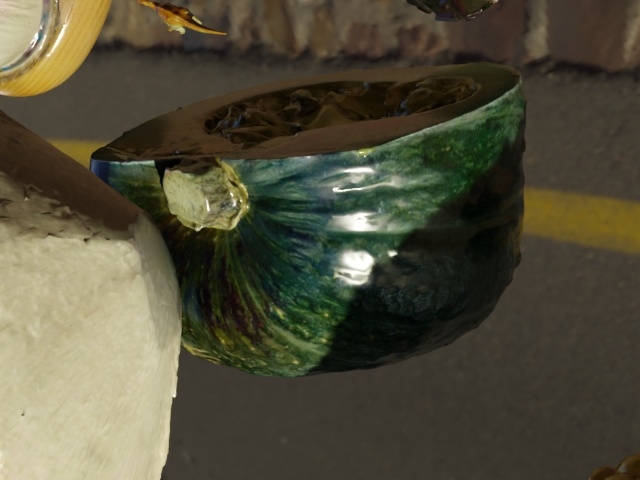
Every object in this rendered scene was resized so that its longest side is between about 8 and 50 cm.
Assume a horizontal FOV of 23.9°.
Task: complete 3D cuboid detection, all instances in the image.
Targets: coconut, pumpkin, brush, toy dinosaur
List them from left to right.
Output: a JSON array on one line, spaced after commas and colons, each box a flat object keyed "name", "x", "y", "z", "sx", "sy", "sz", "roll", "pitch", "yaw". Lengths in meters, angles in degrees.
[{"name": "coconut", "x": -0.223, "y": 0.072, "z": 0.841, "sx": 0.297, "sy": 0.309, "sz": 0.297, "roll": 56, "pitch": -165, "yaw": -23}, {"name": "brush", "x": -0.304, "y": -0.269, "z": 1.488, "sx": 0.174, "sy": 0.166, "sz": 0.267, "roll": 40, "pitch": 105, "yaw": 21}, {"name": "toy dinosaur", "x": -0.138, "y": -0.222, "z": 1.538, "sx": 0.113, "sy": 0.026, "sz": 0.041, "roll": 27, "pitch": 176, "yaw": 20}, {"name": "pumpkin", "x": 0.000, "y": 0.000, "z": 1.058, "sx": 0.293, "sy": 0.263, "sz": 0.197, "roll": 1, "pitch": 108, "yaw": 40}]

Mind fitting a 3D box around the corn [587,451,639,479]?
[{"name": "corn", "x": 0.207, "y": 0.090, "z": 0.324, "sx": 0.310, "sy": 0.101, "sz": 0.101, "roll": 7, "pitch": 124, "yaw": 20}]

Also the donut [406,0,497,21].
[{"name": "donut", "x": 0.135, "y": -0.236, "z": 1.161, "sx": 0.068, "sy": 0.175, "sz": 0.174, "roll": 39, "pitch": 154, "yaw": -6}]
